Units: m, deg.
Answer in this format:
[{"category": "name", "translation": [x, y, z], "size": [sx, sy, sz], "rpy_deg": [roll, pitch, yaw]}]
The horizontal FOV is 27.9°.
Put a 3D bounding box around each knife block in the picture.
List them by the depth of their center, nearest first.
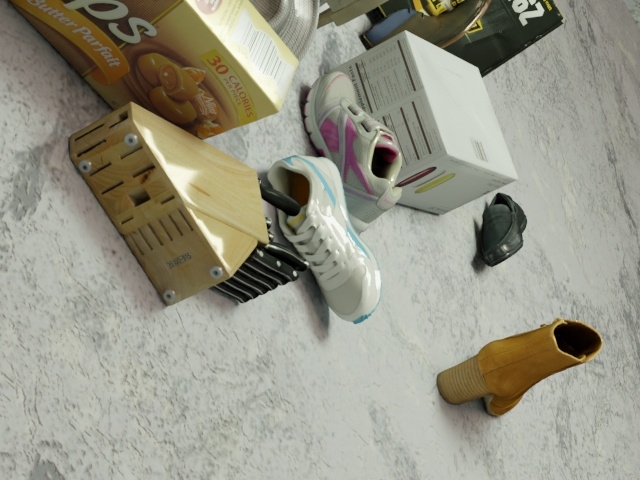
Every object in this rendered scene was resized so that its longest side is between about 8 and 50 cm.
[{"category": "knife block", "translation": [-0.124, -0.049, 1.404], "size": [0.276, 0.088, 0.242], "rpy_deg": [58, 27, -14]}]

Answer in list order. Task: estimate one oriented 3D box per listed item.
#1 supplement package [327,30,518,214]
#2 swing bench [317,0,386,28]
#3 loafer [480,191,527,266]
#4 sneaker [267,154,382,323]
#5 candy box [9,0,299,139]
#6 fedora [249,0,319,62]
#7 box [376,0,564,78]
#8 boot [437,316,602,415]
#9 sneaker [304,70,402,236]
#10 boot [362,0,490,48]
[{"category": "supplement package", "translation": [0.158, -0.170, 1.956], "size": [0.262, 0.145, 0.204], "rpy_deg": [10, 59, -58]}, {"category": "swing bench", "translation": [0.002, -0.430, 1.739], "size": [0.253, 0.165, 0.254], "rpy_deg": [58, -10, -13]}, {"category": "loafer", "translation": [0.300, -0.020, 2.178], "size": [0.078, 0.076, 0.223], "rpy_deg": [55, 23, -9]}, {"category": "sneaker", "translation": [0.000, 0.000, 1.607], "size": [0.092, 0.087, 0.229], "rpy_deg": [2, 59, -53]}, {"category": "candy box", "translation": [-0.190, -0.239, 1.323], "size": [0.316, 0.182, 0.088], "rpy_deg": [48, 42, -31]}, {"category": "fedora", "translation": [-0.118, -0.293, 1.438], "size": [0.275, 0.243, 0.124], "rpy_deg": [49, -11, -7]}, {"category": "box", "translation": [0.219, -0.430, 2.154], "size": [0.322, 0.257, 0.079], "rpy_deg": [55, 3, -21]}, {"category": "boot", "translation": [0.318, 0.180, 1.883], "size": [0.295, 0.211, 0.104], "rpy_deg": [5, 65, -61]}, {"category": "sneaker", "translation": [0.056, -0.129, 1.772], "size": [0.103, 0.111, 0.252], "rpy_deg": [25, 47, -53]}, {"category": "boot", "translation": [0.171, -0.354, 2.088], "size": [0.106, 0.219, 0.082], "rpy_deg": [49, -7, -12]}]
